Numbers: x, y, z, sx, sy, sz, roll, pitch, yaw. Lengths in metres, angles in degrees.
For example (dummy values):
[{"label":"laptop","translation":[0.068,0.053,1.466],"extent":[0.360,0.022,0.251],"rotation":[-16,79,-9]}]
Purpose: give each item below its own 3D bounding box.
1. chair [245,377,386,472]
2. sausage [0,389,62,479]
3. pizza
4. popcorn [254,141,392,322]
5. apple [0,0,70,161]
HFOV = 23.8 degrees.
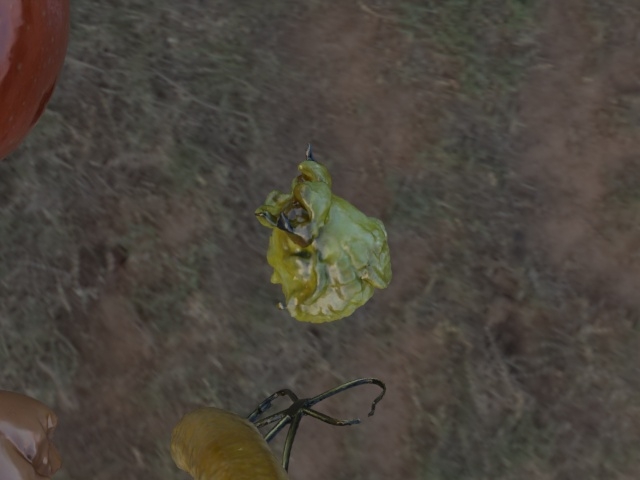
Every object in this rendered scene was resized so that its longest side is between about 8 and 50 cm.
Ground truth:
[{"label":"chair","translation":[-0.034,0.278,1.258],"extent":[0.170,0.159,0.326],"rotation":[55,47,-17]},{"label":"sausage","translation":[-0.251,0.092,0.613],"extent":[0.289,0.086,0.086],"rotation":[5,101,-4]},{"label":"pizza","translation":[-0.023,0.169,0.724],"extent":[0.056,0.271,0.134],"rotation":[-13,133,-16]},{"label":"popcorn","translation":[-0.005,0.003,1.940],"extent":[0.195,0.168,0.173],"rotation":[51,56,-17]},{"label":"apple","translation":[-0.287,-0.155,0.944],"extent":[0.260,0.260,0.217],"rotation":[13,114,-25]}]
